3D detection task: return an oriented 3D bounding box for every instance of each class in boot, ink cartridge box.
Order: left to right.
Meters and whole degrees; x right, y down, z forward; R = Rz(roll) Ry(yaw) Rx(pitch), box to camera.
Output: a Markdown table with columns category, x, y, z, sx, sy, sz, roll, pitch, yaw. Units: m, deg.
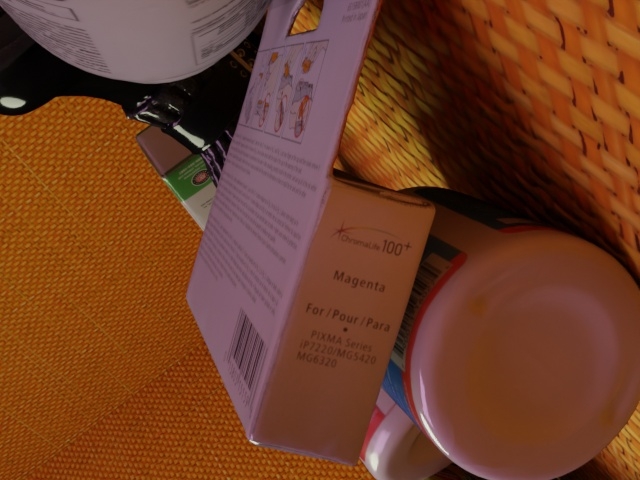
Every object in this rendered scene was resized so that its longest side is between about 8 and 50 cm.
| category | x | y | z | sx | sy | sz | roll | pitch | yaw |
| --- | --- | --- | --- | --- | --- | --- | --- | --- | --- |
| boot | -0.123 | -0.114 | 0.726 | 0.260 | 0.131 | 0.348 | 58 | -152 | -18 |
| ink cartridge box | -0.096 | -0.079 | 1.066 | 0.087 | 0.153 | 0.208 | 50 | 173 | 37 |
| ink cartridge box | -0.007 | -0.039 | 0.519 | 0.060 | 0.239 | 0.275 | 16 | -174 | -16 |

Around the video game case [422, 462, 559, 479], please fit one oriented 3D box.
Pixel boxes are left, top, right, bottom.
| category | x | y | z | sx | sy | sz | roll | pitch | yaw |
| --- | --- | --- | --- | --- | --- | --- | --- | --- | --- |
| video game case | 0.185 | 0.264 | 0.904 | 0.274 | 0.035 | 0.248 | 23 | -169 | -32 |

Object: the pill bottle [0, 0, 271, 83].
| category | x | y | z | sx | sy | sz | roll | pitch | yaw |
| --- | --- | --- | --- | --- | --- | --- | --- | --- | --- |
| pill bottle | -0.091 | -0.163 | 0.422 | 0.160 | 0.160 | 0.283 | 53 | 174 | -3 |

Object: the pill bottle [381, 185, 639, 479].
| category | x | y | z | sx | sy | sz | roll | pitch | yaw |
| --- | --- | --- | --- | --- | --- | --- | --- | --- | --- |
| pill bottle | 0.074 | 0.036 | 0.517 | 0.124 | 0.124 | 0.221 | 54 | 176 | -18 |

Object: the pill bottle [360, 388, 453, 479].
| category | x | y | z | sx | sy | sz | roll | pitch | yaw |
| --- | --- | --- | --- | --- | --- | --- | --- | --- | --- |
| pill bottle | 0.036 | 0.068 | 0.840 | 0.283 | 0.161 | 0.161 | 49 | 174 | 33 |
